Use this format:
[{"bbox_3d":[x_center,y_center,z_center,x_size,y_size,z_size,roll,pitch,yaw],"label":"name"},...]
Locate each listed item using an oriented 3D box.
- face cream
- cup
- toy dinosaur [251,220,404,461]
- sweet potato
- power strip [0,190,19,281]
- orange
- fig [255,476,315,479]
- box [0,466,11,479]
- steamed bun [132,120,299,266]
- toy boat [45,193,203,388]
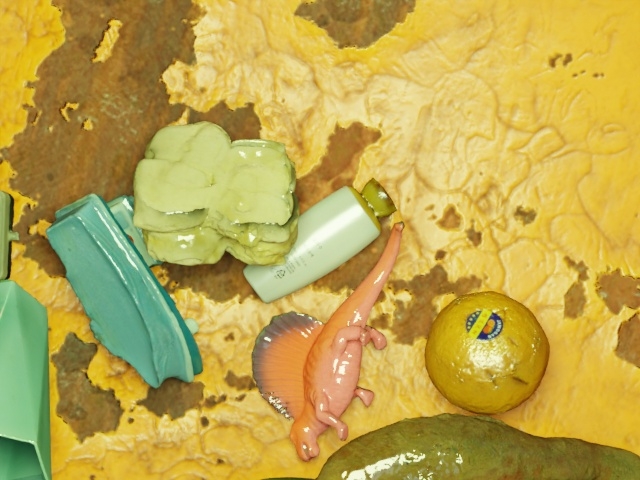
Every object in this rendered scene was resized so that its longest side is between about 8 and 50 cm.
[{"bbox_3d":[0.000,0.000,1.578,0.182,0.051,0.072,-36,94,1],"label":"face cream"},{"bbox_3d":[-0.348,0.160,1.488,0.148,0.235,0.134,-29,126,15],"label":"cup"},{"bbox_3d":[-0.001,0.102,1.580,0.139,0.070,0.286,15,93,23],"label":"toy dinosaur"},{"bbox_3d":[0.176,0.237,1.510,0.385,0.109,0.109,-1,89,-17],"label":"sweet potato"},{"bbox_3d":[-0.461,-0.009,1.572,0.257,0.070,0.105,2,90,-1],"label":"power strip"},{"bbox_3d":[0.180,0.126,1.544,0.136,0.117,0.135,-4,45,4],"label":"orange"},{"bbox_3d":[-0.029,0.334,1.523,0.191,0.181,0.181,-19,89,-29],"label":"fig"},{"bbox_3d":[-0.539,0.311,1.547,0.415,0.116,0.264,17,88,0],"label":"box"},{"bbox_3d":[-0.115,-0.044,1.541,0.178,0.106,0.192,1,46,-9],"label":"steamed bun"},{"bbox_3d":[-0.201,0.055,1.565,0.109,0.098,0.238,-22,100,42],"label":"toy boat"}]
